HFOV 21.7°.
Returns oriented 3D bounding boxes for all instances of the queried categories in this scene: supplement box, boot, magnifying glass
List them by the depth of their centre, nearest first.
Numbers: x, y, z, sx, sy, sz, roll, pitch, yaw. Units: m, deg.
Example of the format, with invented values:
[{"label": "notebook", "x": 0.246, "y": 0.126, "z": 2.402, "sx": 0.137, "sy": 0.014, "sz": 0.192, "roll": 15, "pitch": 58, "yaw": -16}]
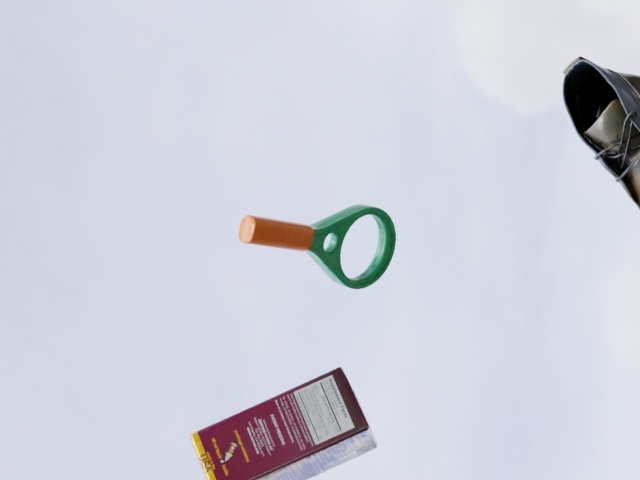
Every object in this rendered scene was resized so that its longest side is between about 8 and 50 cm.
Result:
[{"label": "boot", "x": 0.232, "y": -0.046, "z": 1.209, "sx": 0.106, "sy": 0.082, "sz": 0.219, "roll": 22, "pitch": -142, "yaw": -21}, {"label": "magnifying glass", "x": 0.000, "y": 0.000, "z": 1.743, "sx": 0.231, "sy": 0.026, "sz": 0.092, "roll": 8, "pitch": -81, "yaw": -51}, {"label": "supplement box", "x": -0.039, "y": 0.225, "z": 1.878, "sx": 0.104, "sy": 0.188, "sz": 0.081, "roll": 67, "pitch": 179, "yaw": -69}]
